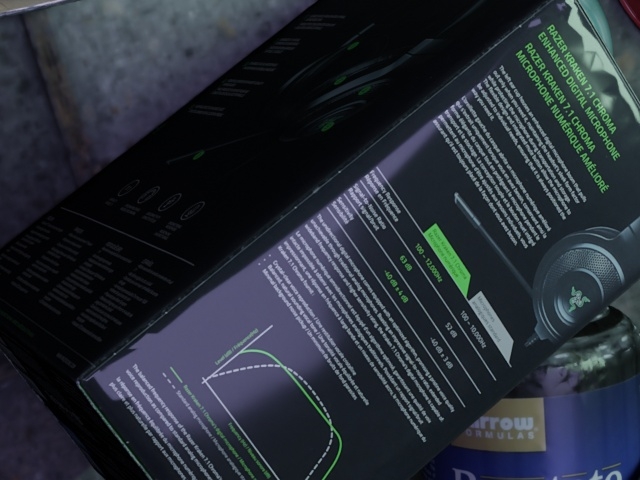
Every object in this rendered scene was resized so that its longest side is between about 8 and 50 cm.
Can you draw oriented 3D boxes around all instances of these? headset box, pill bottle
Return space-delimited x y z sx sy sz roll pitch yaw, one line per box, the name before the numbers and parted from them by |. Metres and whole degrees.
headset box | 0.000 0.000 0.862 0.283 0.246 0.131 -40 110 -14
pill bottle | 0.113 0.102 0.991 0.123 0.123 0.219 -9 102 -21

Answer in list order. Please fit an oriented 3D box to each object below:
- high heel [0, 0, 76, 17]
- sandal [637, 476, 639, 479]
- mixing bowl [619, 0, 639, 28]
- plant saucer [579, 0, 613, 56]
high heel | -0.209 -0.077 0.841 0.186 0.093 0.261 27 78 -18
sandal | 0.251 0.150 0.973 0.169 0.102 0.416 53 46 -23
mixing bowl | 0.255 -0.184 1.021 0.181 0.098 0.181 -3 98 -22
plant saucer | 0.114 -0.097 1.016 0.119 0.021 0.119 -4 100 -22
